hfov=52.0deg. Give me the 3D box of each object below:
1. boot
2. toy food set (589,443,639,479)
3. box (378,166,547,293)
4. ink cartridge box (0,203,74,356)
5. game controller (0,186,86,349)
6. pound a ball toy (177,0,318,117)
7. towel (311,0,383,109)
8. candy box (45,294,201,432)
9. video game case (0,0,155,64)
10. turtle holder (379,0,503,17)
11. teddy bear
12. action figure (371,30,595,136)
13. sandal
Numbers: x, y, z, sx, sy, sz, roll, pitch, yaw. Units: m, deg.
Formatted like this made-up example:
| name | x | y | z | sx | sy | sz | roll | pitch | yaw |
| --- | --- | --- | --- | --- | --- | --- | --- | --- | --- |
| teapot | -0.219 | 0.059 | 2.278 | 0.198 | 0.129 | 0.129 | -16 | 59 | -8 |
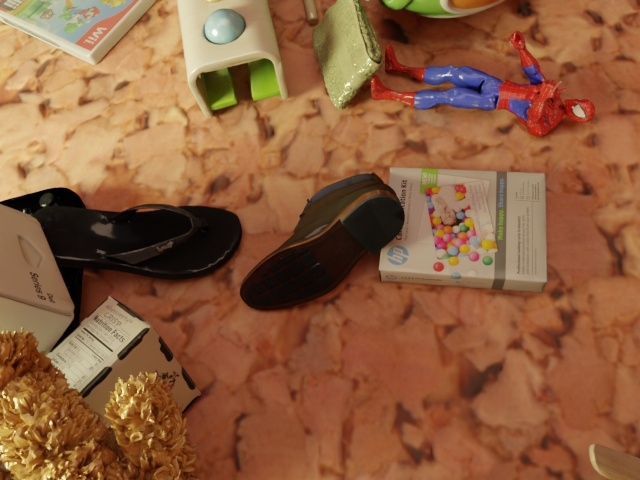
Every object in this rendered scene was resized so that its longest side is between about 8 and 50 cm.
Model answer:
| name | x | y | z | sx | sy | sz | roll | pitch | yaw |
| --- | --- | --- | --- | --- | --- | --- | --- | --- | --- |
| boot | 0.000 | 0.000 | 0.785 | 0.219 | 0.082 | 0.106 | -31 | 24 | 14 |
| toy food set | 0.253 | 0.288 | 0.528 | 0.128 | 0.071 | 0.217 | 14 | 65 | -11 |
| box | 0.169 | -0.016 | 0.778 | 0.186 | 0.038 | 0.145 | 4 | 63 | 12 |
| ink cartridge box | -0.402 | 0.111 | 0.670 | 0.289 | 0.122 | 0.211 | -53 | 46 | 7 |
| game controller | -0.370 | 0.083 | 0.794 | 0.167 | 0.067 | 0.319 | -9 | 61 | 4 |
| pound a ball toy | -0.101 | -0.355 | 0.939 | 0.208 | 0.135 | 0.319 | -13 | 62 | 2 |
| towel | 0.032 | -0.263 | 0.895 | 0.027 | 0.110 | 0.148 | 3 | 59 | -34 |
| candy box | -0.242 | 0.190 | 0.649 | 0.071 | 0.159 | 0.233 | 30 | 63 | 29 |
| video game case | -0.411 | -0.412 | 1.079 | 0.285 | 0.025 | 0.204 | 27 | 70 | 20 |
| turtle holder | 0.173 | -0.437 | 0.909 | 0.228 | 0.243 | 0.320 | 6 | 21 | -12 |
| teddy bear | -0.186 | 0.214 | 0.500 | 0.245 | 0.113 | 0.338 | -35 | 79 | -19 |
| action figure | 0.206 | -0.208 | 0.820 | 0.281 | 0.139 | 0.091 | 17 | 68 | 14 |
| sandal | -0.219 | -0.004 | 0.788 | 0.255 | 0.054 | 0.097 | -2 | 62 | -15 |
